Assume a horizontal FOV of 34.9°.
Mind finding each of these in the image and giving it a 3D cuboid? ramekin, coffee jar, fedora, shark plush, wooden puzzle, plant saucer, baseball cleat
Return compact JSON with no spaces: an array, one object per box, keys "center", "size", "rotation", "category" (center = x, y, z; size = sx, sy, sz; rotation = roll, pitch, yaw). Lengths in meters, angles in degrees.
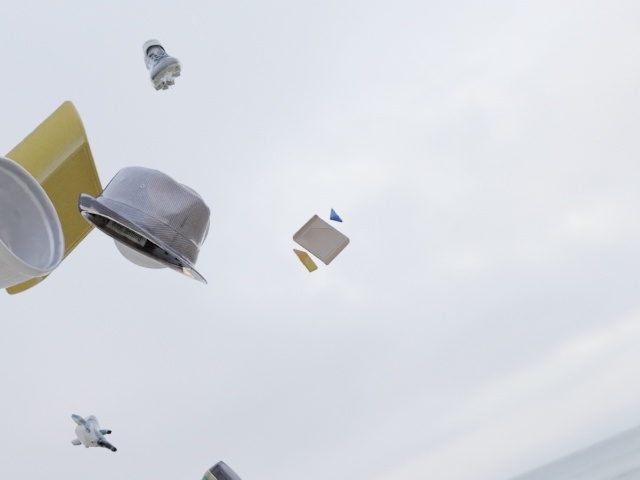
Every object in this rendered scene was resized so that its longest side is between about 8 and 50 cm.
[{"center":[-0.514,-0.021,1.610],"size":[0.109,0.207,0.207],"rotation":[-26,-17,15],"category":"ramekin"},{"center":[-0.236,0.541,2.072],"size":[0.184,0.096,0.079],"rotation":[-43,-22,-11],"category":"coffee jar"},{"center":[-0.282,-0.042,1.755],"size":[0.244,0.275,0.124],"rotation":[44,-109,-48],"category":"fedora"},{"center":[-0.488,0.416,2.219],"size":[0.067,0.073,0.161],"rotation":[-8,7,-38],"category":"shark plush"},{"center":[0.000,0.000,1.598],"size":[0.116,0.078,0.014],"rotation":[-37,-16,-33],"category":"wooden puzzle"},{"center":[-0.583,-0.078,2.208],"size":[0.333,0.081,0.333],"rotation":[-51,-27,-33],"category":"plant saucer"},{"center":[-0.338,-0.370,2.110],"size":[0.072,0.109,0.206],"rotation":[-24,3,-16],"category":"baseball cleat"}]

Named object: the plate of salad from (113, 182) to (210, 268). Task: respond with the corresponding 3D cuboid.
[{"center":[-0.323,-0.034,2.062],"size":[0.199,0.048,0.200],"rotation":[-9,-59,-15],"category":"plate of salad"}]
